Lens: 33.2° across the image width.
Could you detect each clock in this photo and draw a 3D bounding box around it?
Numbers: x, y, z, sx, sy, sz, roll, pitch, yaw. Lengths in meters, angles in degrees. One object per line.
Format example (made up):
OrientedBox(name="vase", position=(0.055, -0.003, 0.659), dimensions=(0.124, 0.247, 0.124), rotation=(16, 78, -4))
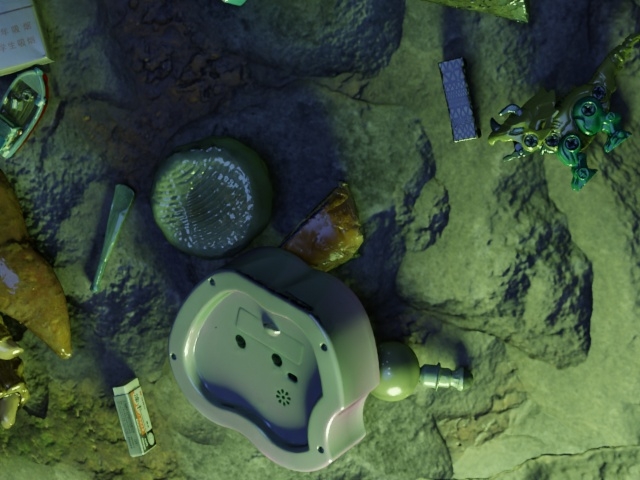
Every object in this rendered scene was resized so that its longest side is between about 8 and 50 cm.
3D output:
OrientedBox(name="clock", position=(-0.074, 0.183, 1.608), dimensions=(0.339, 0.102, 0.338), rotation=(14, 115, 31))

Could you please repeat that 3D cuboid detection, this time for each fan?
OrientedBox(name="fan", position=(-0.346, -0.003, 1.762), dimensions=(0.038, 0.016, 0.193), rotation=(25, 104, 15))

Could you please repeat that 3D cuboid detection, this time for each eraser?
OrientedBox(name="eraser", position=(-0.308, 0.292, 1.776), dimensions=(0.029, 0.052, 0.122), rotation=(-14, 95, 18))

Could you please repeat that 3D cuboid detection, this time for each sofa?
OrientedBox(name="sofa", position=(0.200, -0.200, 1.534), dimensions=(0.039, 0.060, 0.118), rotation=(-11, 94, 13))

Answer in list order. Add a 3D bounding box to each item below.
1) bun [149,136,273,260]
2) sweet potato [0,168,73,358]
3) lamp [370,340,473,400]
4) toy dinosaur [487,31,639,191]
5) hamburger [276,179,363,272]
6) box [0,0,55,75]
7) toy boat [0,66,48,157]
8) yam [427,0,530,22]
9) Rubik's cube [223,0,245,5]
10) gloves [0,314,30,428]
OrientedBox(name="bun", position=(-0.158, -0.069, 1.638), dimensions=(0.195, 0.118, 0.195), rotation=(5, 106, 20))
OrientedBox(name="sweet potato", position=(-0.510, 0.053, 1.768), dimensions=(0.131, 0.131, 0.336), rotation=(-27, 89, 20))
OrientedBox(name="lamp", position=(0.148, 0.200, 1.610), dimensions=(0.163, 0.091, 0.091), rotation=(6, 101, 0))
OrientedBox(name="toy dinosaur", position=(0.366, -0.177, 1.475), dimensions=(0.259, 0.094, 0.153), rotation=(-39, 89, 11))
OrientedBox(name="hamburger", position=(0.007, 0.001, 1.612), dimensions=(0.102, 0.087, 0.176), rotation=(46, 106, 8))
OrientedBox(name="box", position=(-0.531, -0.381, 1.709), dimensions=(0.149, 0.067, 0.233), rotation=(-15, 95, -4))
OrientedBox(name="toy boat", position=(-0.495, -0.211, 1.752), dimensions=(0.069, 0.059, 0.173), rotation=(40, 108, 8))
OrientedBox(name="yam", position=(0.208, -0.369, 1.486), dimensions=(0.183, 0.107, 0.107), rotation=(14, 103, 16))
OrientedBox(name="Rubik's cube", position=(-0.090, -0.461, 1.503), dimensions=(0.224, 0.213, 0.265), rotation=(15, 100, 16))
OrientedBox(name="gloves", position=(-0.608, 0.169, 1.798), dimensions=(0.203, 0.155, 0.356), rotation=(-42, 69, 12))
